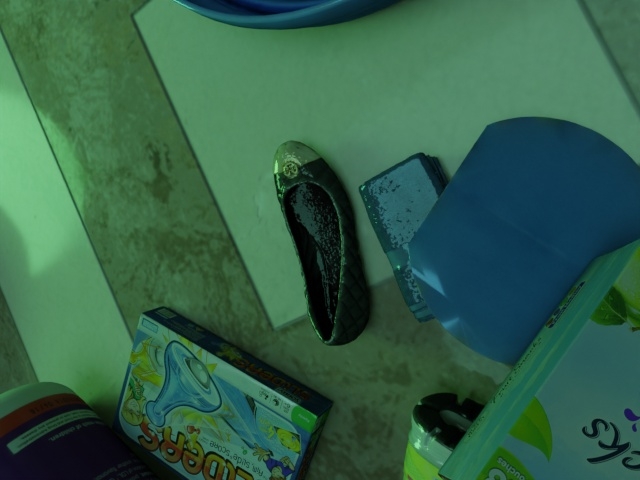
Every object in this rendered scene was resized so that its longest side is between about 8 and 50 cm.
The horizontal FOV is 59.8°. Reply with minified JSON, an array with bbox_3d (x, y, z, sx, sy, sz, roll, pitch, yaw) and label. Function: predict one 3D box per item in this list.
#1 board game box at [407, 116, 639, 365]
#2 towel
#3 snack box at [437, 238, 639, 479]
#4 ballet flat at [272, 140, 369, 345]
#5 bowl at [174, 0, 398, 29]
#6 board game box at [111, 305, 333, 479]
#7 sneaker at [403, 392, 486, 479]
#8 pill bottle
[{"bbox_3d":[0.142,0.000,0.384,0.133,0.033,0.168,33,87,6],"label":"board game box"},{"bbox_3d":[0.079,-0.002,0.424,0.067,0.029,0.119,-25,86,24],"label":"towel"},{"bbox_3d":[0.202,0.131,0.304,0.207,0.070,0.174,40,79,9],"label":"snack box"},{"bbox_3d":[0.000,0.000,0.451,0.058,0.049,0.173,-19,88,25],"label":"ballet flat"},{"bbox_3d":[-0.009,-0.351,0.398,0.392,0.077,0.390,3,98,25],"label":"bowl"},{"bbox_3d":[-0.100,0.167,0.527,0.201,0.035,0.136,24,106,21],"label":"board game box"},{"bbox_3d":[0.151,0.197,0.395,0.209,0.081,0.094,29,118,24],"label":"sneaker"},{"bbox_3d":[-0.217,0.296,0.517,0.323,0.181,0.181,36,110,18],"label":"pill bottle"}]
